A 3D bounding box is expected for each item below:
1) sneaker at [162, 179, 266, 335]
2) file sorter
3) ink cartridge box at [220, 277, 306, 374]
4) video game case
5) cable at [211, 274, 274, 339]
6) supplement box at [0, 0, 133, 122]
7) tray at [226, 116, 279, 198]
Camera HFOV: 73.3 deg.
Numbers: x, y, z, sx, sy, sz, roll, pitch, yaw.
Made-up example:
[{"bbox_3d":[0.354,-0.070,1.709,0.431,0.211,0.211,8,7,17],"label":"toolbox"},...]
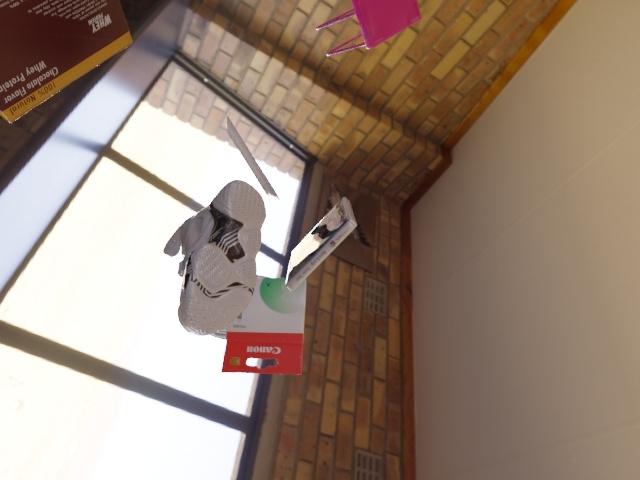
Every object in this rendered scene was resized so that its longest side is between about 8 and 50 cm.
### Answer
[{"bbox_3d":[-0.235,0.050,0.890,0.210,0.137,0.365,-30,-143,35],"label":"sneaker"},{"bbox_3d":[0.071,-0.612,1.002,0.182,0.290,0.202,11,-137,48],"label":"file sorter"},{"bbox_3d":[-0.126,0.187,0.980,0.056,0.181,0.224,91,0,-48],"label":"ink cartridge box"},{"bbox_3d":[0.000,0.000,0.703,0.143,0.019,0.157,-46,-168,13],"label":"video game case"},{"bbox_3d":[-0.209,0.168,1.144,0.257,0.257,0.089,16,-64,37],"label":"cable"},{"bbox_3d":[-0.348,-0.279,0.470,0.191,0.129,0.194,-48,170,-21],"label":"supplement box"},{"bbox_3d":[-0.203,-0.231,1.277,0.030,0.270,0.145,-32,-175,-3],"label":"tray"}]
